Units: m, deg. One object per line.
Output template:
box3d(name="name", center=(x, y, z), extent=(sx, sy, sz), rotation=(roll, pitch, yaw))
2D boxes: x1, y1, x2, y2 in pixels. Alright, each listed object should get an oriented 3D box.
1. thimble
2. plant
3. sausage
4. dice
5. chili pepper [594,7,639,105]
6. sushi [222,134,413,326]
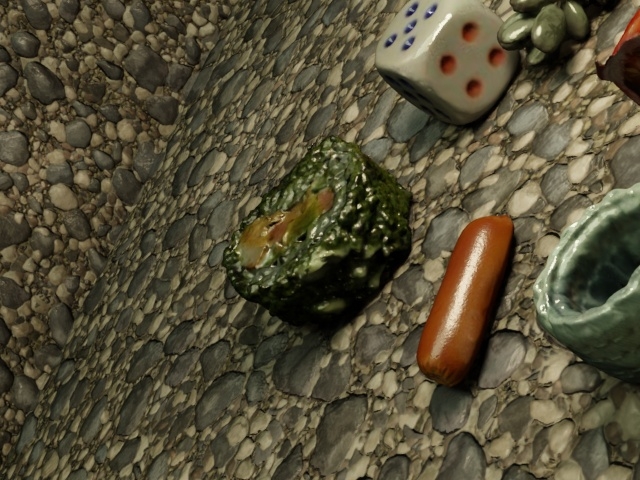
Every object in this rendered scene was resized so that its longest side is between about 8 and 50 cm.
box3d(name="thimble", center=(0.385, 0.044, 1.225), extent=(0.250, 0.172, 0.204), rotation=(-43, 28, 25))
box3d(name="plant", center=(0.412, -0.422, 1.736), extent=(0.274, 0.149, 0.146), rotation=(-54, 12, -3))
box3d(name="sausage", center=(0.220, 0.080, 1.541), extent=(0.089, 0.083, 0.300), rotation=(-32, 32, 58))
box3d(name="dice", center=(0.230, -0.335, 1.868), extent=(0.191, 0.193, 0.194), rotation=(-57, 29, -2))
box3d(name="chili pepper", center=(0.546, -0.294, 1.348), extent=(0.305, 0.229, 0.251), rotation=(-50, -14, -17))
box3d(name="sushi", center=(0.000, 0.000, 1.876), extent=(0.352, 0.178, 0.294), rotation=(-42, 32, 16))
